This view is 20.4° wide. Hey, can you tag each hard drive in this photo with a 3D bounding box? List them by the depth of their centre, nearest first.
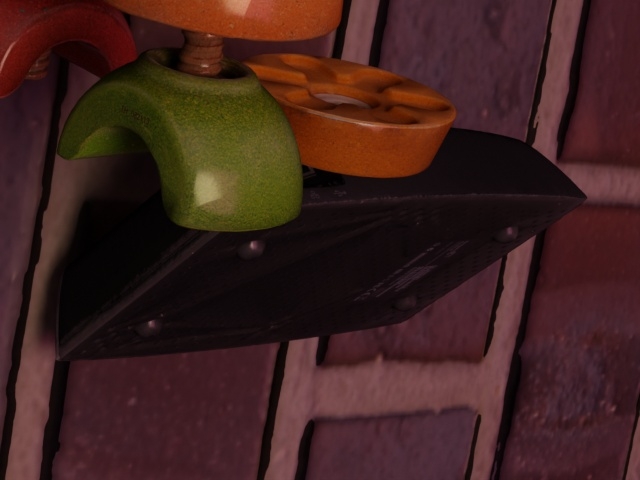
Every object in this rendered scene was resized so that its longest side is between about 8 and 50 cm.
[{"bbox_3d":[0.000,0.000,0.909,0.255,0.172,0.054,-3,65,-46],"label":"hard drive"}]

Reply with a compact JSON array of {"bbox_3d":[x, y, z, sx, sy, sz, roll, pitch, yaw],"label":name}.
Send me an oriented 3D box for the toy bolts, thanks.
[{"bbox_3d":[-0.051,-0.126,0.763,0.218,0.228,0.158,-12,120,-49],"label":"toy bolts"}]
